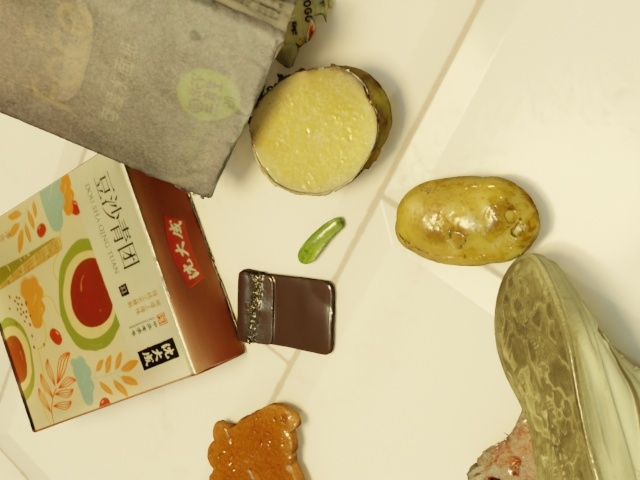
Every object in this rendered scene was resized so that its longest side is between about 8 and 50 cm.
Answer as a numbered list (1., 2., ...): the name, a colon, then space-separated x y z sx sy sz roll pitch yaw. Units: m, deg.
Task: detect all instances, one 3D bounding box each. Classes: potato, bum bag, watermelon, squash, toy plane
1. potato: 0.005 -0.145 0.951 0.200 0.081 0.164 -22 94 34
2. bum bag: -0.052 0.101 1.048 0.159 0.026 0.109 5 99 30
3. watermelon: 0.239 0.278 0.878 0.139 0.071 0.187 -4 91 45
4. squash: -0.001 -0.001 1.005 0.027 0.027 0.089 49 116 16
5. potato: 0.169 -0.023 0.868 0.170 0.080 0.107 8 89 32
6. toy plane: -0.042 -0.349 0.917 0.108 0.092 0.286 -5 124 0

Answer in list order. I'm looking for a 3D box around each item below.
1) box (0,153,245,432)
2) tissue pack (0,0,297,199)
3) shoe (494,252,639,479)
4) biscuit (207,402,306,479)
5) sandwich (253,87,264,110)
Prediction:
1. box: -0.347 0.080 1.166 0.385 0.122 0.345 -24 84 31
2. tissue pack: -0.261 -0.244 0.903 0.394 0.124 0.288 24 134 -11
3. shoe: 0.297 0.164 0.791 0.124 0.159 0.316 133 136 -60
4. biscuit: -0.099 0.348 1.102 0.183 0.043 0.280 39 119 25
5. sandwich: -0.129 -0.193 1.052 0.135 0.029 0.067 -19 82 33
